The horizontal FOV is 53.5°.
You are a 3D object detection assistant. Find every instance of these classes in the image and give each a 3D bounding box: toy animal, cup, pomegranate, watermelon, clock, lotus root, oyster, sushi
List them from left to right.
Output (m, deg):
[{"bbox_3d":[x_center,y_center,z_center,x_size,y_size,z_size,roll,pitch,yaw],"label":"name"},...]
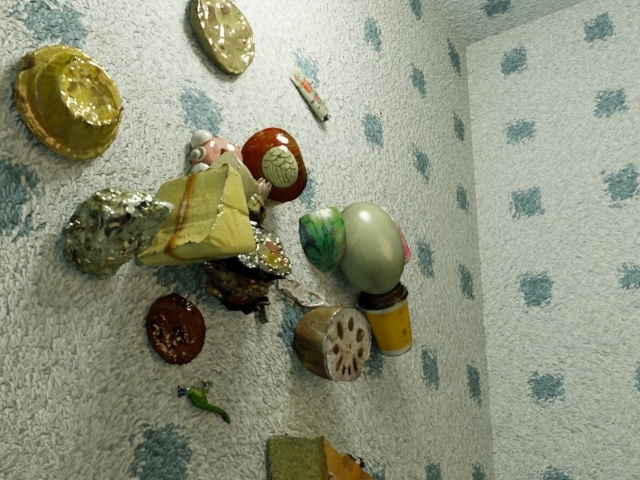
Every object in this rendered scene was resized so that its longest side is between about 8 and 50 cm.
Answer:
[{"bbox_3d":[-0.479,-0.032,1.493,0.198,0.112,0.267,48,60,-36],"label":"oyster"},{"bbox_3d":[-0.299,0.419,1.696,0.217,0.041,0.075,47,45,-43],"label":"toy animal"},{"bbox_3d":[-0.308,-0.235,1.864,0.162,0.093,0.165,14,68,-51],"label":"clock"},{"bbox_3d":[-0.218,0.086,1.806,0.239,0.218,0.225,23,29,-12],"label":"sushi"},{"bbox_3d":[-0.220,-0.114,1.899,0.138,0.126,0.163,-143,-114,-81],"label":"pomegranate"},{"bbox_3d":[-0.001,-0.003,2.244,0.146,0.128,0.230,0,81,-38],"label":"watermelon"},{"bbox_3d":[0.027,0.338,2.082,0.272,0.192,0.272,3,86,-59],"label":"lotus root"},{"bbox_3d":[0.263,0.298,2.459,0.196,0.197,0.279,-44,125,-53],"label":"cup"}]

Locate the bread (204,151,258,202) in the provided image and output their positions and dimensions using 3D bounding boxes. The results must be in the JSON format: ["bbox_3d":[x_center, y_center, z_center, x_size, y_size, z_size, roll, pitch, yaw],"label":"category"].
[{"bbox_3d":[-0.261,-0.149,1.768,0.141,0.134,0.148,-49,145,-22],"label":"bread"}]

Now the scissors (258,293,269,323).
[{"bbox_3d":[-0.187,0.115,1.966,0.138,0.041,0.288,17,64,-62],"label":"scissors"}]

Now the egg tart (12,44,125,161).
[{"bbox_3d":[-0.571,-0.331,1.486,0.290,0.115,0.290,26,57,-48],"label":"egg tart"}]

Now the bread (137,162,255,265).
[{"bbox_3d":[-0.335,-0.066,1.607,0.198,0.264,0.235,3,77,-61],"label":"bread"}]

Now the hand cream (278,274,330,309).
[{"bbox_3d":[-0.059,0.177,2.133,0.257,0.050,0.084,33,51,-39],"label":"hand cream"}]

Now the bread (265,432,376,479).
[{"bbox_3d":[0.018,0.673,1.901,0.315,0.249,0.278,-10,89,-61],"label":"bread"}]

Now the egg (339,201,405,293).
[{"bbox_3d":[0.178,0.027,2.347,0.258,0.259,0.352,1,71,-56],"label":"egg"}]

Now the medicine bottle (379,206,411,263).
[{"bbox_3d":[0.269,-0.009,2.601,0.147,0.147,0.247,-49,120,-51],"label":"medicine bottle"}]

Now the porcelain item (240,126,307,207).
[{"bbox_3d":[-0.169,-0.226,2.000,0.253,0.253,0.252,25,59,-50],"label":"porcelain item"}]

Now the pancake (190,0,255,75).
[{"bbox_3d":[-0.315,-0.673,2.045,0.294,0.050,0.294,29,55,-53],"label":"pancake"}]

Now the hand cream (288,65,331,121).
[{"bbox_3d":[-0.038,-0.556,2.426,0.234,0.050,0.080,51,44,-24],"label":"hand cream"}]

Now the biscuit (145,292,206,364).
[{"bbox_3d":[-0.370,0.229,1.648,0.192,0.049,0.192,33,50,-51],"label":"biscuit"}]
